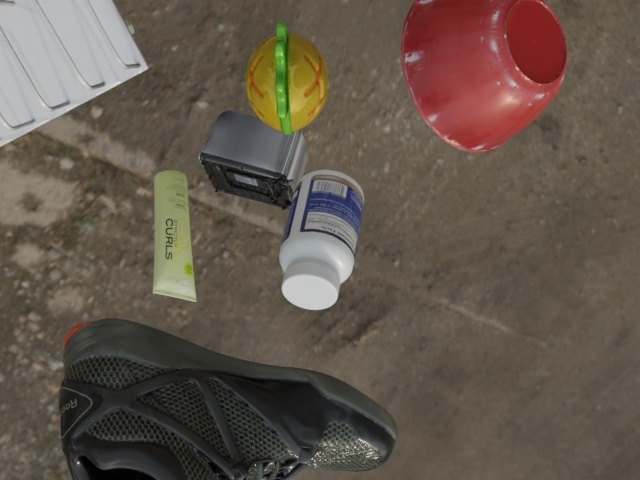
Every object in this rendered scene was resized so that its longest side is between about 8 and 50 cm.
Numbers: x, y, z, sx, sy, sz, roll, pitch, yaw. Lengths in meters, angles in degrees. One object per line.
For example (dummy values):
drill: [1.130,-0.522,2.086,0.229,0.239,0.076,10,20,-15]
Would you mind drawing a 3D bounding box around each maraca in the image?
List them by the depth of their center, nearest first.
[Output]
maraca: [-0.041,-0.189,1.104,0.099,0.185,0.127,-4,91,3]

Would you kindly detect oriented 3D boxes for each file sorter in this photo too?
file sorter: [-0.435,-0.280,1.410,0.277,0.173,0.193,-27,101,3]

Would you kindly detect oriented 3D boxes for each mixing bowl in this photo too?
mixing bowl: [0.179,-0.186,0.939,0.181,0.181,0.098,48,149,-19]

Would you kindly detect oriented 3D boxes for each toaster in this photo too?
toaster: [-0.109,-0.138,1.679,0.185,0.110,0.168,15,165,10]

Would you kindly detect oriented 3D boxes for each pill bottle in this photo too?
pill bottle: [0.000,0.000,0.841,0.067,0.120,0.067,7,140,6]

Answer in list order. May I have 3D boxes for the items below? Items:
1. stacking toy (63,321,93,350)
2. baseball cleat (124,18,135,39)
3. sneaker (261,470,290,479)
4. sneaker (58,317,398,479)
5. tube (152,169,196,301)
stacking toy: [-0.407,0.233,1.826,0.141,0.141,0.330,1,162,5]
baseball cleat: [-0.476,-0.421,1.944,0.205,0.072,0.110,15,131,21]
sneaker: [-0.101,0.308,1.143,0.095,0.236,0.105,-5,117,16]
sneaker: [-0.053,0.138,0.580,0.227,0.130,0.087,20,136,-26]
tube: [-0.263,-0.009,1.686,0.070,0.240,0.062,-3,155,-4]
